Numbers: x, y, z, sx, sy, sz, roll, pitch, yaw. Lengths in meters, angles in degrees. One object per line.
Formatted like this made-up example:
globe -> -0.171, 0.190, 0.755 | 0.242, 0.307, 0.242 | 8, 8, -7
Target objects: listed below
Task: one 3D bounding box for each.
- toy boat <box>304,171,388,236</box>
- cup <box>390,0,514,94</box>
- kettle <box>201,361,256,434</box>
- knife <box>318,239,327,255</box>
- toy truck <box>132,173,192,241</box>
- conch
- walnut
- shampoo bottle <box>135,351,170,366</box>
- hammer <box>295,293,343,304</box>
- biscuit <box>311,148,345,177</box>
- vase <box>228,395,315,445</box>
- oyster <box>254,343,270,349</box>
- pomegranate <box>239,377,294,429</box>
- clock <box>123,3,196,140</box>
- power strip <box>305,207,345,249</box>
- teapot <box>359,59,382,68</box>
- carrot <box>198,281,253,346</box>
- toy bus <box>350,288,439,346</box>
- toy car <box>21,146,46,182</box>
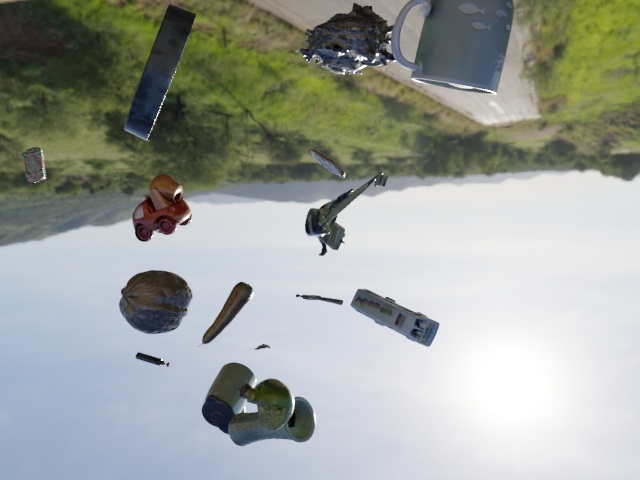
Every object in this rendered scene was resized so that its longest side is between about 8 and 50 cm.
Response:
toy boat -> 0.071, -0.111, 1.663 | 0.292, 0.070, 0.210 | -40, -166, 2
cup -> 0.372, -0.592, 1.592 | 0.357, 0.274, 0.259 | 6, -166, -22
kettle -> -0.355, 0.637, 2.174 | 0.161, 0.221, 0.236 | -14, -162, 16
knife -> 0.006, 0.002, 2.375 | 0.046, 0.222, 0.021 | 15, -127, 15
toy truck -> -0.674, -0.141, 2.298 | 0.265, 0.239, 0.189 | -17, -167, 21
conch -> 0.089, -0.579, 1.667 | 0.313, 0.186, 0.240 | -14, 169, -6
walnut -> -0.523, 0.196, 1.766 | 0.224, 0.224, 0.224 | -4, -174, 0
shampoo bottle -> -0.663, 0.474, 2.187 | 0.137, 0.027, 0.048 | 16, -176, 3
hammer -> 0.007, 0.262, 2.454 | 0.125, 0.026, 0.297 | 7, 175, -31
biscuit -> 0.023, -0.235, 1.674 | 0.147, 0.018, 0.071 | 38, 169, 35
vase -> -0.171, 0.613, 1.832 | 0.299, 0.143, 0.143 | -24, 172, 37
oyster -> -0.226, 0.415, 2.160 | 0.054, 0.019, 0.083 | -5, 174, 22
pomegranate -> -0.152, 0.462, 1.621 | 0.122, 0.169, 0.143 | -46, -171, -31
clock -> -0.455, -0.470, 1.549 | 0.077, 0.386, 0.386 | 20, 177, -21
power strip -> 0.015, -0.039, 1.824 | 0.029, 0.079, 0.227 | 5, -158, -36
teapot -> 0.195, -0.761, 2.189 | 0.149, 0.162, 0.239 | -11, -133, -2
carrot -> -0.348, 0.278, 1.995 | 0.078, 0.298, 0.078 | 38, -179, -1
toy bus -> 0.259, 0.267, 1.973 | 0.136, 0.109, 0.330 | 29, 175, -42
toy car -> -1.047, -0.275, 2.027 | 0.069, 0.142, 0.055 | -13, 165, -2
